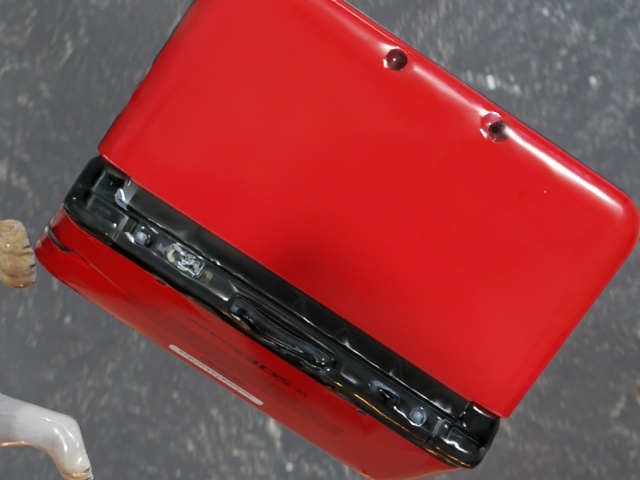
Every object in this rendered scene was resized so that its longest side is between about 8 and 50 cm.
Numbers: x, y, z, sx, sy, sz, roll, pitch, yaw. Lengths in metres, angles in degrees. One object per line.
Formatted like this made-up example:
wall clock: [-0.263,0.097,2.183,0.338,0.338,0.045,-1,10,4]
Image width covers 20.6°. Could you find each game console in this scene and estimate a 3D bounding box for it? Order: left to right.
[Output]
game console: [0.000,0.000,0.534,0.144,0.124,0.085,34,71,-7]

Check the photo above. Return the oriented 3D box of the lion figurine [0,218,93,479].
lion figurine: [-0.202,0.162,0.766,0.240,0.392,0.142,-16,140,-12]
